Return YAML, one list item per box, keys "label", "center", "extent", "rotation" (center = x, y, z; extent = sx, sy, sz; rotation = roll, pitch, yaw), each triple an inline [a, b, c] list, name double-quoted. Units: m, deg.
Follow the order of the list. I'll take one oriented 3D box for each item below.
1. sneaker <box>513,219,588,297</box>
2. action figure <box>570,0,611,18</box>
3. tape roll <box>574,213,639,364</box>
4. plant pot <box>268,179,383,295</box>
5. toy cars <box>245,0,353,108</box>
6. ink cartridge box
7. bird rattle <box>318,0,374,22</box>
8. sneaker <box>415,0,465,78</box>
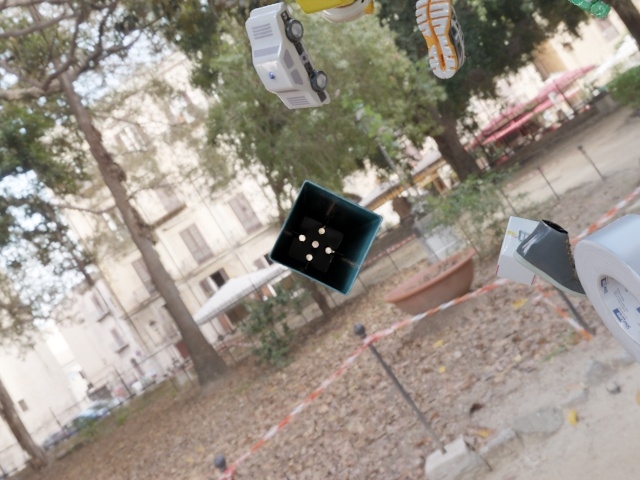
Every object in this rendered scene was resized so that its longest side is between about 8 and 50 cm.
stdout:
- label: "sneaker"
  center: [0.581, 0.046, 1.426]
  extent: [0.118, 0.222, 0.083]
  rotation: [-59, 8, 26]
- label: "action figure"
  center: [0.586, -0.595, 1.406]
  extent: [0.137, 0.232, 0.063]
  rotation: [-6, -35, -49]
- label: "tape roll"
  center: [0.429, 0.077, 0.790]
  extent: [0.072, 0.219, 0.219]
  rotation: [-29, -4, 2]
- label: "plant pot"
  center: [0.000, 0.000, 1.238]
  extent: [0.166, 0.165, 0.234]
  rotation: [-65, 4, -5]
- label: "toy cars"
  center: [-0.051, -0.343, 0.929]
  extent: [0.087, 0.176, 0.394]
  rotation: [-51, -12, -30]
- label: "ink cartridge box"
  center: [0.674, 0.032, 2.029]
  extent: [0.128, 0.127, 0.176]
  rotation: [82, -151, -52]
- label: "bird rattle"
  center: [0.046, -0.635, 1.473]
  extent: [0.253, 0.207, 0.143]
  rotation: [-3, -9, 5]
- label: "sneaker"
  center: [0.275, -0.477, 1.352]
  extent: [0.084, 0.215, 0.083]
  rotation: [10, 33, 42]
